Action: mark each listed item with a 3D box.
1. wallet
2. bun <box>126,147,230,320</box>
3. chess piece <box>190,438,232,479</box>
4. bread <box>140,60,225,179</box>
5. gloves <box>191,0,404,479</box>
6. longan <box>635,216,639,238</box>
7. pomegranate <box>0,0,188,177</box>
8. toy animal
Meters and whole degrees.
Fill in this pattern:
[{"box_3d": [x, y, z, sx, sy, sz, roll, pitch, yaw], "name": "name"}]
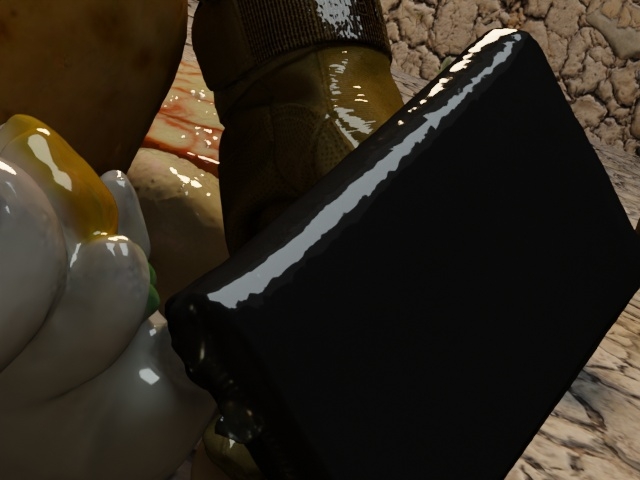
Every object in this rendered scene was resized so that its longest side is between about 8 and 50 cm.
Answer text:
[{"box_3d": [0.048, 0.024, 0.532, 0.250, 0.044, 0.149, -45, 109, -41], "name": "wallet"}, {"box_3d": [-0.065, 0.033, 0.874, 0.237, 0.116, 0.210, 41, -5, -39], "name": "bun"}, {"box_3d": [0.014, 0.138, 0.674, 0.170, 0.094, 0.094, 23, 14, 12], "name": "chess piece"}, {"box_3d": [-0.060, -0.058, 1.135, 0.295, 0.114, 0.327, 11, 20, -9], "name": "bread"}, {"box_3d": [0.006, 0.004, 0.678, 0.141, 0.154, 0.331, 50, 25, -59], "name": "gloves"}, {"box_3d": [0.586, -0.013, 1.468, 0.436, 0.404, 0.404, 29, 15, 10], "name": "longan"}, {"box_3d": [-0.264, -0.136, 0.709, 0.410, 0.410, 0.410, 21, 14, -6], "name": "pomegranate"}, {"box_3d": [-0.150, 0.023, 0.456, 0.208, 0.154, 0.325, 45, 11, 8], "name": "toy animal"}]
